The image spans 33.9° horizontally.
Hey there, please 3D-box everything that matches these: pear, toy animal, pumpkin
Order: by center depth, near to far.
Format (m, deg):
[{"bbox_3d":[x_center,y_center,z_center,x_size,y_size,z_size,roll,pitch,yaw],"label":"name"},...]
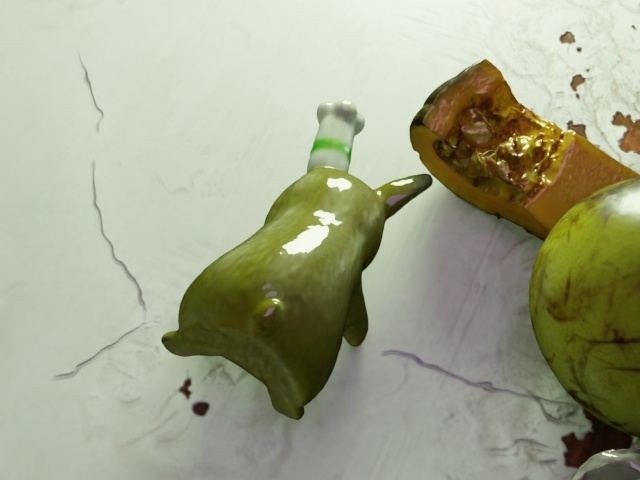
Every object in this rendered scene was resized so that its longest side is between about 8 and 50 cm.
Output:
[{"bbox_3d":[0.349,0.061,1.029,0.284,0.283,0.283,0,63,1],"label":"pear"},{"bbox_3d":[-0.008,0.016,1.135,0.181,0.180,0.363,29,45,7],"label":"toy animal"},{"bbox_3d":[0.225,-0.090,1.205,0.248,0.126,0.131,42,76,1],"label":"pumpkin"}]

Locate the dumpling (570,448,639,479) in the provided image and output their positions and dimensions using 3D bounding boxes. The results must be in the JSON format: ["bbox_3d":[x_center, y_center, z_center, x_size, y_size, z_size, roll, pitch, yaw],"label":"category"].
[{"bbox_3d":[0.335,0.276,0.969,0.293,0.204,0.163,27,55,-11],"label":"dumpling"}]
